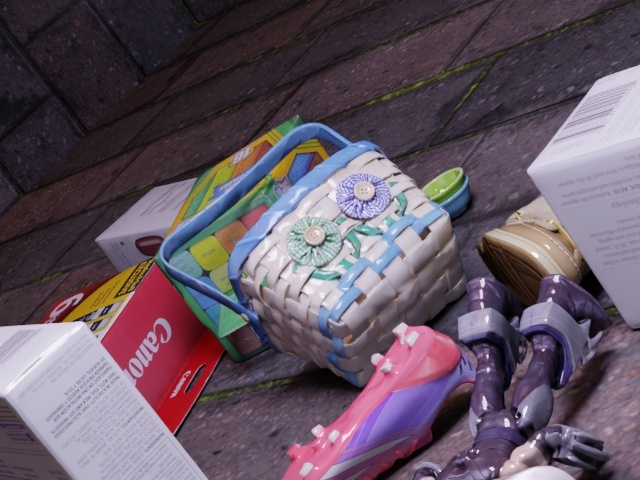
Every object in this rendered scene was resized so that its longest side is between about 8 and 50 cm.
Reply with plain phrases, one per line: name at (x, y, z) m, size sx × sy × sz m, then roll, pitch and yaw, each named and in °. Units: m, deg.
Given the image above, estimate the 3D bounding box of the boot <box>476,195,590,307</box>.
boot at (0.260, -0.020, 1.526) m, size 0.203 × 0.095 × 0.262 m, roll -34°, pitch -1°, yaw -1°

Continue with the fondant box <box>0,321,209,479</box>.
fondant box at (-0.188, 0.225, 1.389) m, size 0.096 × 0.330 × 0.238 m, roll -44°, pitch 19°, yaw -27°

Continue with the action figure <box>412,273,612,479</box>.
action figure at (0.157, 0.155, 1.321) m, size 0.185 × 0.099 × 0.285 m, roll -14°, pitch 40°, yaw 36°

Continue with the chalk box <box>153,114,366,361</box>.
chalk box at (-0.072, 0.012, 1.959) m, size 0.180 × 0.179 × 0.289 m, roll -29°, pitch 19°, yaw 24°

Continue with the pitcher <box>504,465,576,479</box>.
pitcher at (0.097, 0.263, 1.125) m, size 0.178 × 0.125 × 0.207 m, roll -32°, pitch 8°, yaw 32°

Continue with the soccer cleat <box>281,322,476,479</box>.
soccer cleat at (0.046, 0.189, 1.480) m, size 0.248 × 0.095 × 0.083 m, roll -51°, pitch 14°, yaw 0°

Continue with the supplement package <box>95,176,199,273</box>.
supplement package at (-0.184, 0.001, 2.260) m, size 0.134 × 0.139 × 0.244 m, roll -45°, pitch 19°, yaw -29°

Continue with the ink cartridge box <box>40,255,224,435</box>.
ink cartridge box at (-0.270, 0.164, 2.026) m, size 0.272 × 0.130 × 0.309 m, roll -24°, pitch 21°, yaw 30°

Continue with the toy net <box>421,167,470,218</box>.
toy net at (0.089, 0.003, 1.904) m, size 0.232 × 0.045 × 0.122 m, roll -46°, pitch 20°, yaw -28°

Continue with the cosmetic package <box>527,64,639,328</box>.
cosmetic package at (0.311, -0.047, 1.392) m, size 0.151 × 0.184 × 0.151 m, roll -16°, pitch 26°, yaw 48°

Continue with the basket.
basket at (0.000, 0.000, 1.733) m, size 0.289 × 0.201 × 0.255 m, roll 28°, pitch 63°, yaw 39°
